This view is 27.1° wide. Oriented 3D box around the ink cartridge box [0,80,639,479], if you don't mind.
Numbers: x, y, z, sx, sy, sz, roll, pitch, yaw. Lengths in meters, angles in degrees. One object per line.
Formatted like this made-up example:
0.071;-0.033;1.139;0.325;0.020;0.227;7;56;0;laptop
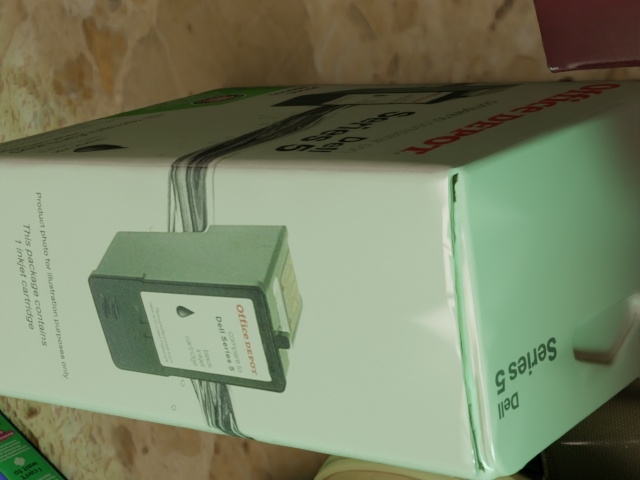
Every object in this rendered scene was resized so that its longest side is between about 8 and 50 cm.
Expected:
0.000;0.000;0.579;0.272;0.198;0.115;3;106;37;ink cartridge box

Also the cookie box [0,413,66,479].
-0.229;0.175;0.924;0.107;0.040;0.092;39;125;20;cookie box

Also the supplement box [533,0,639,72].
0.100;-0.166;0.317;0.130;0.073;0.239;2;119;40;supplement box

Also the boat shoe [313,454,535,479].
0.016;0.179;0.622;0.121;0.110;0.341;34;151;-9;boat shoe

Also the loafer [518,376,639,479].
0.129;0.098;0.585;0.251;0.087;0.094;-3;103;39;loafer
